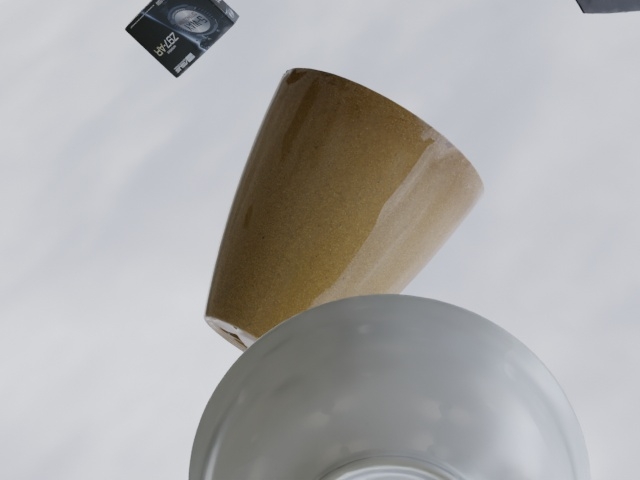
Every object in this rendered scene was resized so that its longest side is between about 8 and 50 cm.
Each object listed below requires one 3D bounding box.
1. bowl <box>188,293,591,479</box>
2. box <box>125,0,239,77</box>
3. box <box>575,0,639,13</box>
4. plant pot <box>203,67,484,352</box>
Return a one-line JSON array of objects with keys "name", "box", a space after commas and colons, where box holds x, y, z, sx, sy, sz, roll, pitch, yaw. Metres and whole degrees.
[{"name": "bowl", "box": [0.048, 0.196, 1.172, 0.298, 0.298, 0.134, -34, -171, 8]}, {"name": "box", "box": [-0.125, -0.196, 1.523, 0.083, 0.067, 0.018, -39, -165, 29]}, {"name": "box", "box": [0.241, -0.294, 1.253, 0.108, 0.153, 0.207, 1, -130, 43]}, {"name": "plant pot", "box": [0.000, 0.000, 1.676, 0.254, 0.237, 0.237, -59, -154, -14]}]
